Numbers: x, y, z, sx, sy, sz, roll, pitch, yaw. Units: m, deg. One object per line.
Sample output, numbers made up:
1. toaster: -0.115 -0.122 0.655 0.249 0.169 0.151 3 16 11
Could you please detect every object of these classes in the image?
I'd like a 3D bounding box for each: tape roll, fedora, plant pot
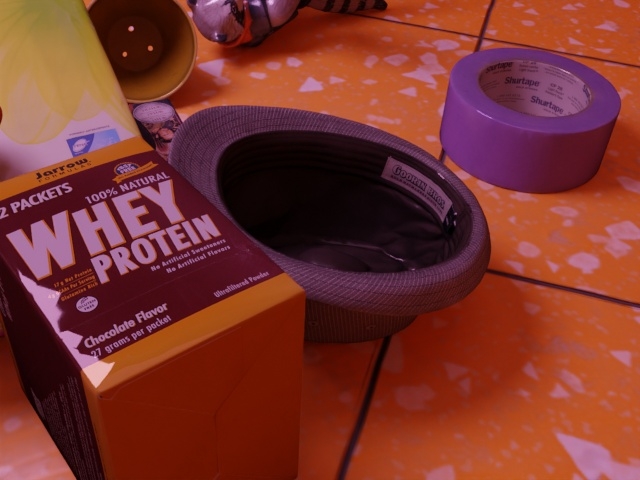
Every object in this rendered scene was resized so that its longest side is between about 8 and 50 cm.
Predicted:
1. tape roll: 0.234 -0.141 0.894 0.189 0.080 0.189 3 39 -2
2. fedora: 0.000 0.000 0.667 0.276 0.124 0.243 3 42 -19
3. plant pot: -0.220 -0.234 0.939 0.134 0.134 0.095 -8 16 -14

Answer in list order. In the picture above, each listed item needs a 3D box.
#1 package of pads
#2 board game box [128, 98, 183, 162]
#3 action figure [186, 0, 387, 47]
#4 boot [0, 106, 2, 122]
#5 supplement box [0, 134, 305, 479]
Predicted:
1. package of pads: -0.274 -0.072 0.663 0.229 0.101 0.296 -19 74 -23
2. board game box: -0.245 -0.067 0.788 0.243 0.042 0.165 -15 44 -21
3. action figure: -0.024 -0.345 1.043 0.330 0.178 0.341 -33 28 -30
4. boot: -0.249 -0.033 0.567 0.085 0.059 0.157 18 72 -12
5. supplement box: -0.121 0.070 0.524 0.129 0.191 0.194 -25 48 -29
